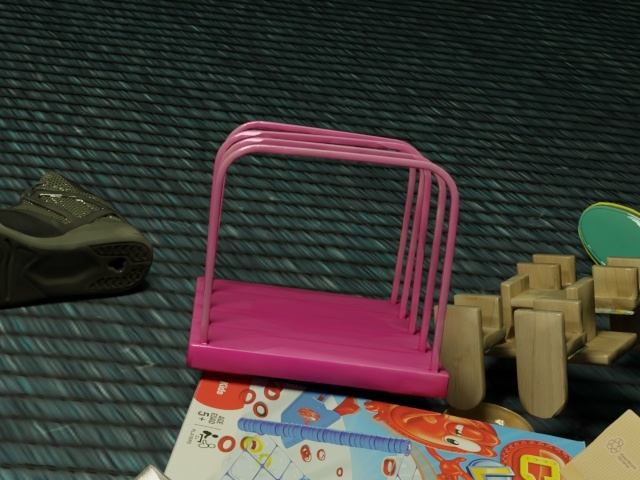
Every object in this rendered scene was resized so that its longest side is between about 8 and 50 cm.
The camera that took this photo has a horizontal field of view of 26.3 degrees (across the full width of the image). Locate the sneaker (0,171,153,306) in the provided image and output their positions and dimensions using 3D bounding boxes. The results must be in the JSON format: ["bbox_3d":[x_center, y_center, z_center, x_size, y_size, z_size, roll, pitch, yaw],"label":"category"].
[{"bbox_3d":[-0.284,-0.004,1.282,0.227,0.087,0.130,-4,28,-31],"label":"sneaker"}]

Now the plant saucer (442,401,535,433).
[{"bbox_3d":[0.142,0.167,1.169,0.083,0.015,0.083,8,28,-4],"label":"plant saucer"}]

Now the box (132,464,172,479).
[{"bbox_3d":[-0.106,0.260,0.736,0.183,0.056,0.231,37,58,19],"label":"box"}]

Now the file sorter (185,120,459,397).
[{"bbox_3d":[0.000,0.000,1.172,0.202,0.182,0.291,7,8,-5],"label":"file sorter"}]

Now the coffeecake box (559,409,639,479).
[{"bbox_3d":[0.258,0.222,0.923,0.068,0.185,0.142,-40,39,-2],"label":"coffeecake box"}]

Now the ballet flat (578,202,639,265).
[{"bbox_3d":[0.380,0.033,1.460,0.231,0.077,0.077,33,14,32],"label":"ballet flat"}]

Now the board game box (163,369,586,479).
[{"bbox_3d":[0.032,0.228,0.940,0.301,0.086,0.308,11,27,2],"label":"board game box"}]

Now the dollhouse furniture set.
[{"bbox_3d":[0.251,0.116,1.205,0.242,0.161,0.212,2,13,33],"label":"dollhouse furniture set"}]
